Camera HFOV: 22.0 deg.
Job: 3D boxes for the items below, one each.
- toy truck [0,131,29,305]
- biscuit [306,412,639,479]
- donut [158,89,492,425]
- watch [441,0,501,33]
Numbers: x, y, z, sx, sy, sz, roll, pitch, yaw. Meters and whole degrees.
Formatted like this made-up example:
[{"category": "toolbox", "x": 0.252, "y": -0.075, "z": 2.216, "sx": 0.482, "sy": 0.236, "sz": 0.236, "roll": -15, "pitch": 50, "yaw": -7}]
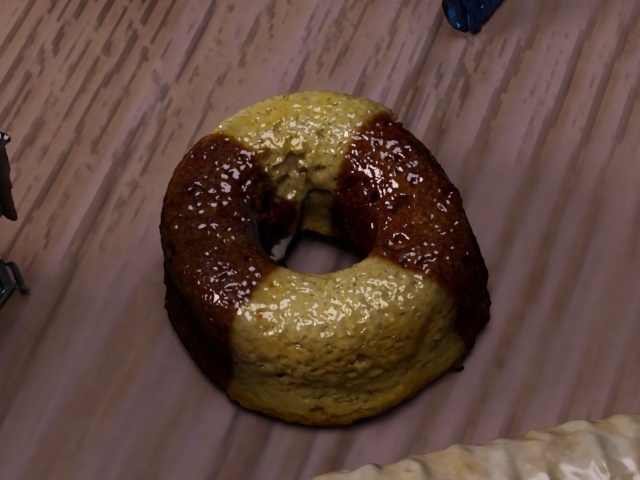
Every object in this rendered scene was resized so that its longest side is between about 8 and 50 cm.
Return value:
[{"category": "toy truck", "x": -0.185, "y": 0.039, "z": 0.590, "sx": 0.080, "sy": 0.115, "sz": 0.178, "roll": 22, "pitch": 57, "yaw": 17}, {"category": "biscuit", "x": 0.049, "y": 0.100, "z": 0.573, "sx": 0.219, "sy": 0.055, "sz": 0.061, "roll": -10, "pitch": 65, "yaw": -5}, {"category": "donut", "x": 0.000, "y": 0.000, "z": 0.647, "sx": 0.140, "sy": 0.059, "sz": 0.140, "roll": -3, "pitch": 54, "yaw": 5}, {"category": "watch", "x": 0.207, "y": -0.201, "z": 0.783, "sx": 0.276, "sy": 0.068, "sz": 0.274, "roll": 6, "pitch": 60, "yaw": 7}]
